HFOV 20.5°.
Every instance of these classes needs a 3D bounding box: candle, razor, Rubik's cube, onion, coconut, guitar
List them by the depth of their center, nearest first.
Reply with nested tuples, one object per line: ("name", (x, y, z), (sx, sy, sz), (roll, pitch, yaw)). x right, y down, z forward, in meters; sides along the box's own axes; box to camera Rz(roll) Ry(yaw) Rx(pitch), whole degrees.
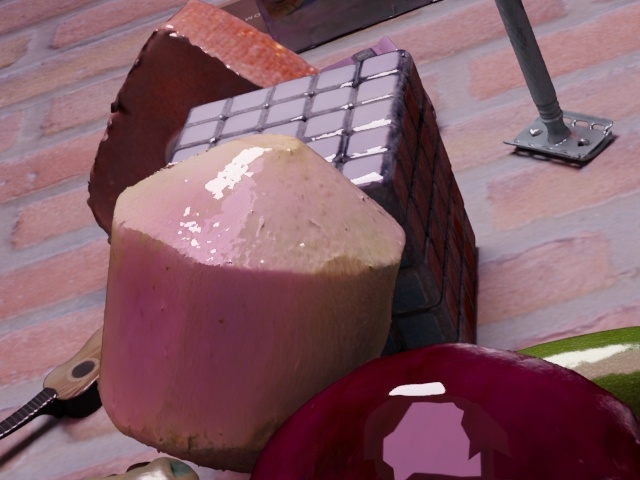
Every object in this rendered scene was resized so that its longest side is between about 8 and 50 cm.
("onion", (0.105, 0.196, 1.212), (0.336, 0.260, 0.282), (3, 34, 39))
("coconut", (-0.051, 0.036, 1.377), (0.233, 0.245, 0.233), (12, 17, -4))
("Rubik's cube", (0.000, 0.000, 1.614), (0.236, 0.237, 0.238), (-14, 30, 17))
("guitar", (-0.274, 0.166, 1.734), (0.271, 0.038, 0.084), (-35, 31, -24))
("razor", (0.205, -0.187, 1.773), (0.068, 0.232, 0.106), (-42, 34, -24))
("candle", (-0.100, -0.109, 1.823), (0.317, 0.287, 0.131), (-9, 28, 30))

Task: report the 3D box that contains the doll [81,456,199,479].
("doll", (-0.167, 0.295, 1.271), (0.247, 0.247, 0.349), (-4, 22, 31))

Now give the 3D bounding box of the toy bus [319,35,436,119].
("toy bus", (0.019, -0.138, 1.948), (0.199, 0.108, 0.096), (-25, 30, -3))

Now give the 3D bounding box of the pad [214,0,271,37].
("pad", (-0.065, -0.312, 2.396), (0.266, 0.002, 0.176), (-20, 30, 7))

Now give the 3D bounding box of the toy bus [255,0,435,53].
("toy bus", (0.071, -0.347, 2.228), (0.317, 0.138, 0.112), (-18, 35, 7))

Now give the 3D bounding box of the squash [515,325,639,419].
("squash", (0.160, 0.143, 1.402), (0.395, 0.107, 0.107), (-18, 30, 13))
